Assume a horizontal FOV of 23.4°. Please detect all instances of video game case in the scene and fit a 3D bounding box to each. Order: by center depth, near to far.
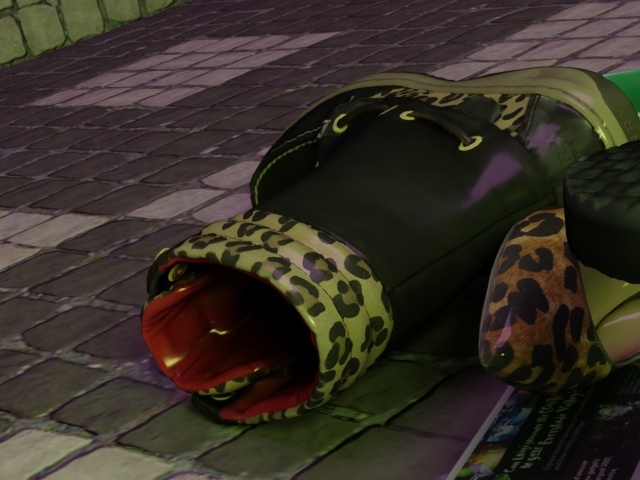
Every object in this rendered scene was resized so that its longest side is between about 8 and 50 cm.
[{"bbox_3d":[0.160,0.103,0.777,0.173,0.022,0.190,-4,21,28],"label":"video game case"}]

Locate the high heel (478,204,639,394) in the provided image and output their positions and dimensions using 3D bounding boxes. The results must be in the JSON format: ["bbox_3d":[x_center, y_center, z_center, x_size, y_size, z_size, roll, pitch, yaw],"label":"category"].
[{"bbox_3d":[0.200,0.014,0.811,0.186,0.093,0.261,-10,8,33],"label":"high heel"}]

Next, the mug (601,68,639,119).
[{"bbox_3d":[0.221,-0.056,1.097,0.129,0.097,0.158,-15,18,-7],"label":"mug"}]

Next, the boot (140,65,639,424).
[{"bbox_3d":[0.000,0.000,1.027,0.284,0.138,0.377,-32,19,-33],"label":"boot"}]

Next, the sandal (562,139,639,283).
[{"bbox_3d":[0.203,0.001,0.605,0.167,0.107,0.446,-8,2,19],"label":"sandal"}]
